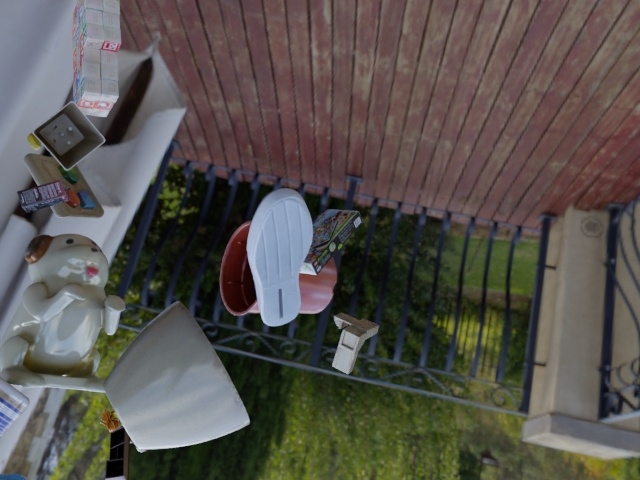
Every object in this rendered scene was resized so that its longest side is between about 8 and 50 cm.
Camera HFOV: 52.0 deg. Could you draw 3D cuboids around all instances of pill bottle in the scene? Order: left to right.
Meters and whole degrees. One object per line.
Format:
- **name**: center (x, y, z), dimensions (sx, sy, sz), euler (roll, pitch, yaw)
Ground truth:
- **pill bottle**: center (-0.784, 0.413, 1.428), dimensions (0.153, 0.264, 0.153), euler (29, 154, 16)

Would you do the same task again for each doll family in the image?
- **doll family**: center (-0.627, 0.583, 2.092), dimensions (0.119, 0.163, 0.262), euler (-8, 127, -2)

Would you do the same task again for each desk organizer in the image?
- **desk organizer**: center (-0.488, 0.517, 1.579), dimensions (0.047, 0.130, 0.050), euler (-6, 141, -7)

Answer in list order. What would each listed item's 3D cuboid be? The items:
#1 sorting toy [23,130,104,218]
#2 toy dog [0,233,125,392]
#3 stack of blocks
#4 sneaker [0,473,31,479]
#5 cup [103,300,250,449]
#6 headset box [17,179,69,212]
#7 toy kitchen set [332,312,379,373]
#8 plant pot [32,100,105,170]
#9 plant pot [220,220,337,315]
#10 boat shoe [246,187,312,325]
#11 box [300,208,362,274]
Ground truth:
- **sorting toy**: center (-0.770, -0.201, 1.936), dimensions (0.041, 0.307, 0.229), euler (-32, 176, 11)
- **toy dog**: center (-0.691, 0.184, 1.774), dimensions (0.285, 0.407, 0.396), euler (18, 166, -38)
- **stack of blocks**: center (-0.581, -0.494, 1.701), dimensions (0.087, 0.296, 0.171), euler (3, 164, -31)
- **sneaker**: center (-0.722, 0.608, 1.572), dimensions (0.229, 0.087, 0.092), euler (-5, 149, 43)
- **cup**: center (-0.346, 0.336, 1.490), dimensions (0.331, 0.237, 0.331), euler (50, 159, 28)
- **headset box**: center (-0.487, -0.079, 1.163), dimensions (0.083, 0.032, 0.062), euler (-20, 180, -17)
- **toy kitchen set**: center (0.048, 0.177, 1.159), dimensions (0.068, 0.075, 0.083), euler (23, -162, 25)
- **plant pot**: center (-0.560, -0.231, 1.442), dimensions (0.109, 0.109, 0.096), euler (54, 162, -26)
- **plant pot**: center (-0.114, 0.101, 1.929), dimensions (0.265, 0.272, 0.272), euler (13, 165, -36)
- **boat shoe**: center (-0.083, 0.023, 1.121), dimensions (0.109, 0.094, 0.302), euler (-13, 137, -21)
- **box**: center (0.000, 0.000, 1.577), dimensions (0.114, 0.207, 0.036), euler (5, 131, 40)
